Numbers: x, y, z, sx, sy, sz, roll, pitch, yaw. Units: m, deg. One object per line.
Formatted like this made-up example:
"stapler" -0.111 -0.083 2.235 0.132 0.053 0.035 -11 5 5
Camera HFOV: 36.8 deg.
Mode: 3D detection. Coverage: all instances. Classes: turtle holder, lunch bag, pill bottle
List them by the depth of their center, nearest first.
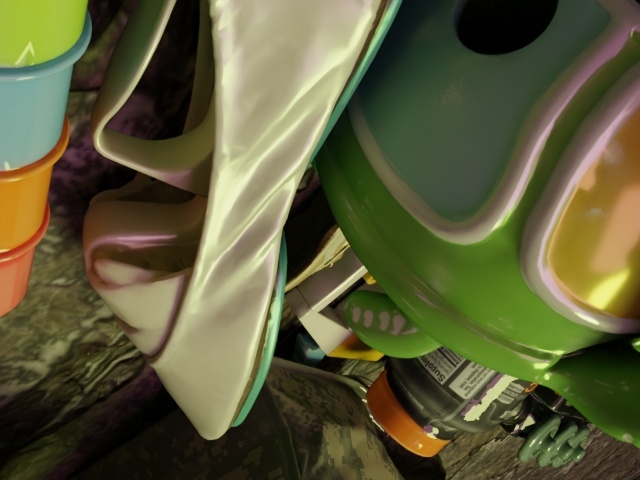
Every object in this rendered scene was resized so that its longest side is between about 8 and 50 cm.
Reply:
"turtle holder" 0.130 -0.042 0.534 0.243 0.320 0.227 18 135 -14
"pill bottle" 0.148 0.081 0.857 0.246 0.130 0.130 -50 149 17
"lunch bag" -0.041 0.238 0.901 0.235 0.169 0.287 -35 149 20

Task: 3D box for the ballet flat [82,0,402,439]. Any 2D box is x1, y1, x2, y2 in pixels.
"ballet flat" -0.072 -0.034 0.553 0.139 0.139 0.400 -14 140 -36

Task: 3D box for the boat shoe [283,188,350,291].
"boat shoe" 0.000 0.000 0.736 0.135 0.050 0.045 -42 146 10

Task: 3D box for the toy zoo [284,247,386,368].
"toy zoo" 0.088 0.021 0.886 0.293 0.030 0.192 -40 152 8

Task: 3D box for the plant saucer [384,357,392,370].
"plant saucer" 0.128 0.101 1.019 0.168 0.029 0.168 -35 165 -11

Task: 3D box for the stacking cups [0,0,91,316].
"stacking cups" -0.144 -0.071 0.421 0.096 0.096 0.316 -16 145 -33

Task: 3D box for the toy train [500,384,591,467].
"toy train" 0.324 0.203 1.319 0.190 0.142 0.334 -51 150 6
